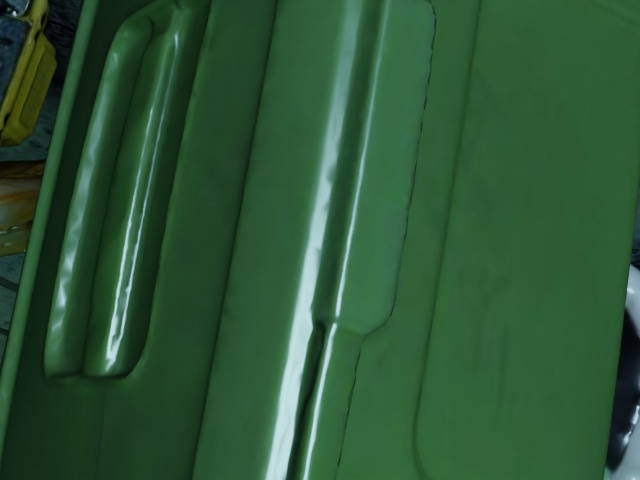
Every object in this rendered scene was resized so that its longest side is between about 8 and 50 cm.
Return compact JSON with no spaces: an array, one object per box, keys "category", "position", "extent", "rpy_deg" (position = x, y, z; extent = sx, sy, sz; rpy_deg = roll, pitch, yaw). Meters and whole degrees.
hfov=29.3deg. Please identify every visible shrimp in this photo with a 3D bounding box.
[{"category":"shrimp","position":[-0.174,-0.028,0.780],"extent":[0.152,0.063,0.287],"rpy_deg":[-12,-179,44]}]

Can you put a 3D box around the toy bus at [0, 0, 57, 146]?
[{"category":"toy bus","position":[-0.319,-0.121,0.744],"extent":[0.335,0.121,0.123],"rpy_deg":[14,166,12]}]

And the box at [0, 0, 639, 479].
[{"category":"box","position":[0.000,0.000,0.486],"extent":[0.177,0.329,0.252],"rpy_deg":[16,167,-30]}]

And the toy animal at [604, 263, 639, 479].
[{"category":"toy animal","position":[0.160,0.094,0.829],"extent":[0.208,0.156,0.204],"rpy_deg":[29,171,26]}]
